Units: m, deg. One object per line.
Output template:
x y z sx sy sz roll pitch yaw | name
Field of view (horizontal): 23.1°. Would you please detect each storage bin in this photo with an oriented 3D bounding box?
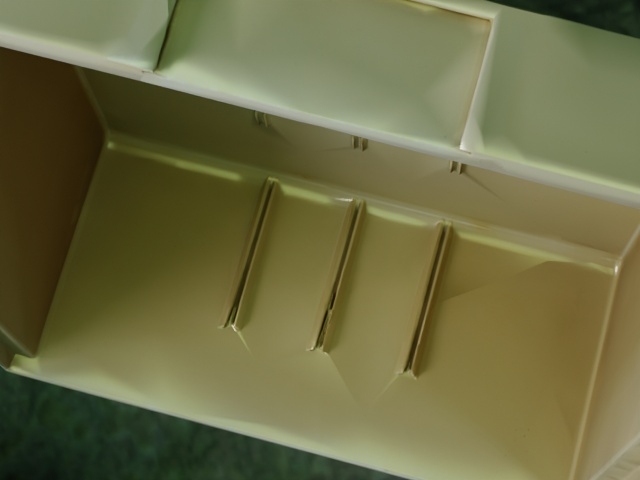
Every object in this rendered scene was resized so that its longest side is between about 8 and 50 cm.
0.000 0.000 0.565 0.262 0.260 0.123 15 76 6 | storage bin
